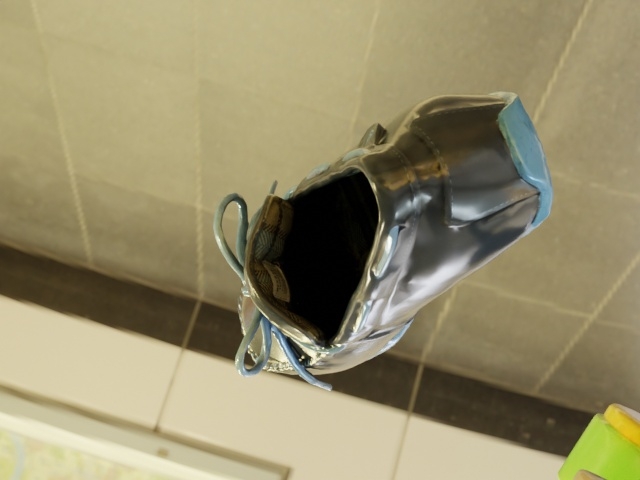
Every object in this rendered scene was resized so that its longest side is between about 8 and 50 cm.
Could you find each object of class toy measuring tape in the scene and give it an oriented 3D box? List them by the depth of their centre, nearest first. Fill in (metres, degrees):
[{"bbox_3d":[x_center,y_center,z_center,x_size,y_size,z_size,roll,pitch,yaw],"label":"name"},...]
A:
[{"bbox_3d":[0.154,0.127,0.613,0.121,0.121,0.330,-1,165,34],"label":"toy measuring tape"}]

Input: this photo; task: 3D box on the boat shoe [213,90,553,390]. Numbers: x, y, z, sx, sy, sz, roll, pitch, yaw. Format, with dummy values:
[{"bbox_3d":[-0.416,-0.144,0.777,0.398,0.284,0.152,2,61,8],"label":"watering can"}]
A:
[{"bbox_3d":[0.000,0.000,0.551,0.089,0.109,0.258,-15,160,-27],"label":"boat shoe"}]
